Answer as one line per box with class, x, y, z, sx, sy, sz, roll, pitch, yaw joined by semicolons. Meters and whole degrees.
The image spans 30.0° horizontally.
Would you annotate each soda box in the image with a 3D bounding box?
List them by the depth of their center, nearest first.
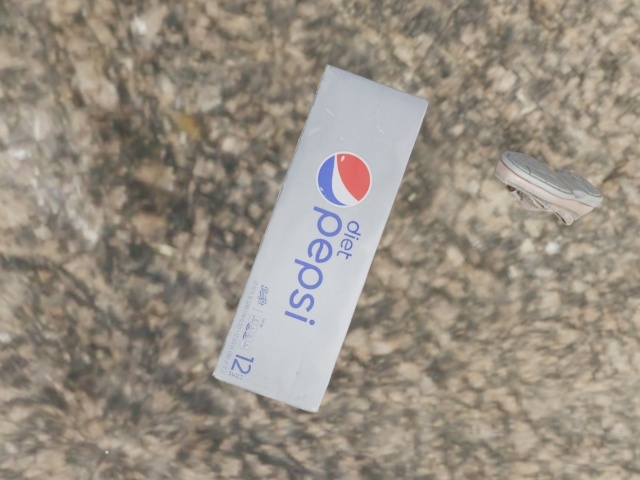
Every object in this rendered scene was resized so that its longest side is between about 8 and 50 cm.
soda box;0.000;0.000;1.046;0.098;0.091;0.286;19;85;-1

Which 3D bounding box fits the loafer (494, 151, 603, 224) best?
loafer;0.168;-0.034;0.900;0.039;0.125;0.045;-53;52;22
